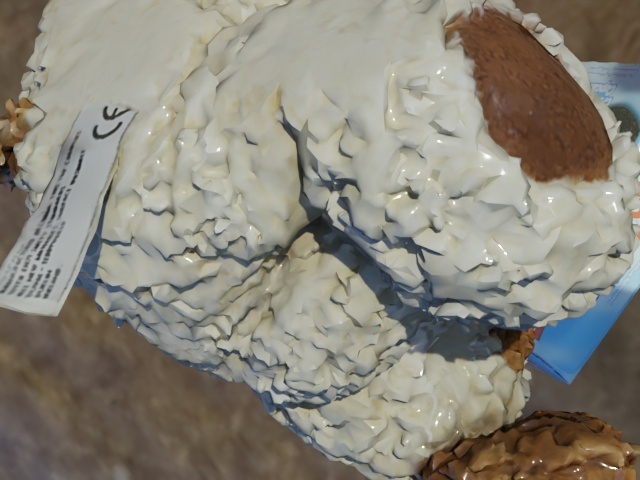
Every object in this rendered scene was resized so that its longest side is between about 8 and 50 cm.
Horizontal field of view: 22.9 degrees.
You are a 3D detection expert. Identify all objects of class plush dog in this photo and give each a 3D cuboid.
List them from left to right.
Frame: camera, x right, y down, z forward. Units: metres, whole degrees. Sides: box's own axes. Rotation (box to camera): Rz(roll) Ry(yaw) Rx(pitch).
[{"bbox_3d":[0.000,0.000,0.542,0.225,0.210,0.262,50,-169,-39],"label":"plush dog"}]

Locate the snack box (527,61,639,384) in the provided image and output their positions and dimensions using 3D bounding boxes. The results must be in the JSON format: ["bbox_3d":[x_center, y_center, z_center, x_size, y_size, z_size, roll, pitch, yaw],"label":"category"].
[{"bbox_3d":[0.129,-0.028,1.019,0.060,0.187,0.322,38,176,-17],"label":"snack box"}]
